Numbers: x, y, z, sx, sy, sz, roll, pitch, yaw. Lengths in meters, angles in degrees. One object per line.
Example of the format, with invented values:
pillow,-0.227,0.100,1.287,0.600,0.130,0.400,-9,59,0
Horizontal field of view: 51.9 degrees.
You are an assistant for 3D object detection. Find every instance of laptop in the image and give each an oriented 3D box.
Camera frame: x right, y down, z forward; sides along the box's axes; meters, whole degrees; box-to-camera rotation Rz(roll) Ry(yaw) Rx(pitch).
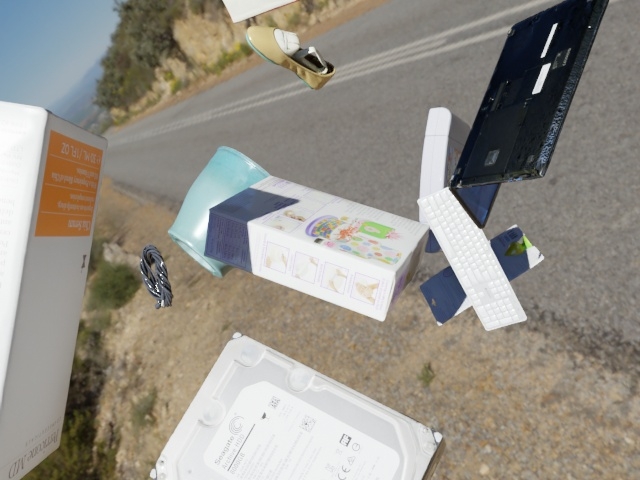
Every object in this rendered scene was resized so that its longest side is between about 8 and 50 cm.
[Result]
laptop,0.267,-0.145,0.813,0.234,0.136,0.264,-68,20,-9

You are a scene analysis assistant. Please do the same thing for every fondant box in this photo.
fondant box,0.000,0.000,1.144,0.330,0.096,0.238,18,25,16

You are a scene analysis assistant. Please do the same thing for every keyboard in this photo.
keyboard,0.243,0.031,1.049,0.072,0.256,0.014,-24,15,24

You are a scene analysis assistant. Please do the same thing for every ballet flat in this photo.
ballet flat,-0.054,-0.390,1.358,0.073,0.232,0.080,-25,63,30

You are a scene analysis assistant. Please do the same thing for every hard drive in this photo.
hard drive,-0.035,0.293,0.881,0.338,0.064,0.237,22,70,27

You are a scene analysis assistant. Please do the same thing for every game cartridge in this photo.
game cartridge,0.265,-0.120,1.390,0.062,0.298,0.198,4,1,23

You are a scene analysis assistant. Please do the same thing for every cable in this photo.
cable,-0.458,0.100,1.826,0.047,0.185,0.150,-14,-2,-28

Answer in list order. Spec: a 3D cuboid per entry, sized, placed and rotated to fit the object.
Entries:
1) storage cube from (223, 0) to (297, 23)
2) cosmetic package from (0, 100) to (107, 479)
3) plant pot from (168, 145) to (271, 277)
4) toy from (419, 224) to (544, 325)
storage cube,-0.126,-0.629,1.460,0.214,0.184,0.193,-6,39,33
cosmetic package,-0.411,0.064,0.830,0.230,0.161,0.454,-127,46,-88
plant pot,-0.237,-0.054,1.676,0.255,0.272,0.271,-51,25,-15
toy,0.327,0.078,1.323,0.237,0.056,0.137,-37,29,12
